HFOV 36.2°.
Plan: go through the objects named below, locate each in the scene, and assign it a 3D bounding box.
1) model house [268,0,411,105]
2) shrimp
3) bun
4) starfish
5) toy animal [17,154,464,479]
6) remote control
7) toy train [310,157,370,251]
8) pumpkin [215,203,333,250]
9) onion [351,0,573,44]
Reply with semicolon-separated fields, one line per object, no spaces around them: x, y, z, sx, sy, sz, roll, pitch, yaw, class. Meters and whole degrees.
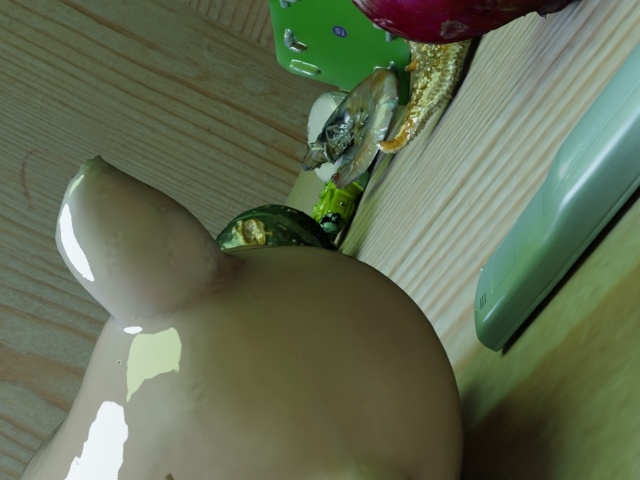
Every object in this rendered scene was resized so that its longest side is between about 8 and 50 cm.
0.027;-0.426;1.335;0.300;0.340;0.323;84;-150;-59;model house
0.033;-0.127;1.273;0.251;0.052;0.143;135;149;-59;shrimp
0.044;-0.149;1.424;0.138;0.094;0.138;177;90;-65;bun
0.146;-0.271;1.073;0.293;0.084;0.301;-77;11;-63;starfish
-0.026;0.107;0.438;0.213;0.195;0.256;-19;-28;-48;toy animal
0.114;-0.021;0.449;0.162;0.029;0.061;-59;5;36;remote control
0.000;0.000;1.289;0.085;0.053;0.249;-50;13;51;toy train
-0.061;0.051;1.105;0.190;0.146;0.190;-172;90;-84;pumpkin
0.116;-0.239;0.671;0.246;0.190;0.246;-43;3;3;onion
